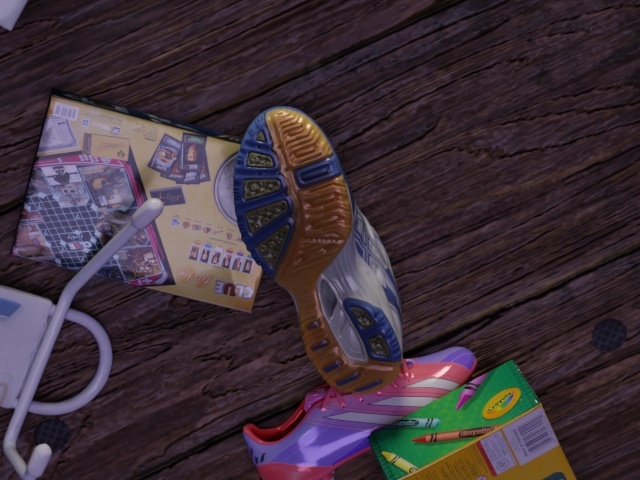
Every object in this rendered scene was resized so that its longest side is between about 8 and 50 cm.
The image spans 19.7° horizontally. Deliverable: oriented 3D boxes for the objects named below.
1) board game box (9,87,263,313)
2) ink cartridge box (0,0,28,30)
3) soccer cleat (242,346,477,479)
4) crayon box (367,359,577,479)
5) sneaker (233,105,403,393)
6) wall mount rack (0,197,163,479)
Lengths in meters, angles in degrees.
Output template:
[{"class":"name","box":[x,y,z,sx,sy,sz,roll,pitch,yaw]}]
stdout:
[{"class":"board game box","box":[-0.163,-0.037,1.787,0.243,0.042,0.165,15,101,-10]},{"class":"ink cartridge box","box":[-0.291,-0.299,1.662,0.127,0.128,0.176,30,99,-13]},{"class":"soccer cleat","box":[0.040,0.167,1.845,0.248,0.083,0.095,-33,101,4]},{"class":"crayon box","box":[0.179,0.271,1.841,0.165,0.081,0.278,-28,125,0]},{"class":"sneaker","box":[0.000,0.000,1.774,0.112,0.131,0.296,-13,111,15]},{"class":"wall mount rack","box":[-0.313,0.057,1.701,0.350,0.130,0.304,18,99,-31]}]
